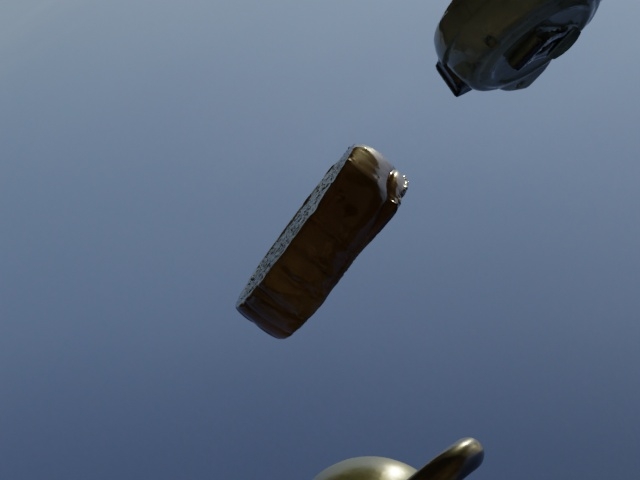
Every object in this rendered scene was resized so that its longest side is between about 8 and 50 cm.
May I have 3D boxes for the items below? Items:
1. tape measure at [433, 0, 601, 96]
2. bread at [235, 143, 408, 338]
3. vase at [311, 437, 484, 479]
[{"bbox_3d":[0.214,-0.238,0.737,0.164,0.084,0.330,-26,163,-39],"label":"tape measure"},{"bbox_3d":[0.000,0.000,0.957,0.236,0.070,0.236,-52,-175,7],"label":"bread"},{"bbox_3d":[0.089,0.378,1.195,0.329,0.302,0.241,-44,-108,0],"label":"vase"}]
